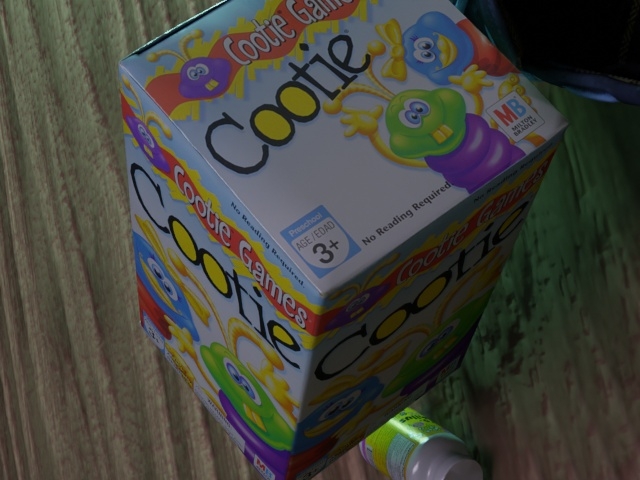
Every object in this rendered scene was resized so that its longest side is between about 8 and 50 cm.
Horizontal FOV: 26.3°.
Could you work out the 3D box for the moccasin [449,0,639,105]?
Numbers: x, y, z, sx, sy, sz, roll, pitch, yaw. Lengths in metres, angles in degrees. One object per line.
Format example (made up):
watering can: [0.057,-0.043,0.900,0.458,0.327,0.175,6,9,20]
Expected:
moccasin: [0.124,-0.135,0.631,0.342,0.117,0.137,30,117,56]

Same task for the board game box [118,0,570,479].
board game box: [0.000,0.000,0.702,0.142,0.144,0.275,49,159,18]

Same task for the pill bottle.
pill bottle: [0.061,0.130,0.824,0.083,0.043,0.043,25,113,56]
